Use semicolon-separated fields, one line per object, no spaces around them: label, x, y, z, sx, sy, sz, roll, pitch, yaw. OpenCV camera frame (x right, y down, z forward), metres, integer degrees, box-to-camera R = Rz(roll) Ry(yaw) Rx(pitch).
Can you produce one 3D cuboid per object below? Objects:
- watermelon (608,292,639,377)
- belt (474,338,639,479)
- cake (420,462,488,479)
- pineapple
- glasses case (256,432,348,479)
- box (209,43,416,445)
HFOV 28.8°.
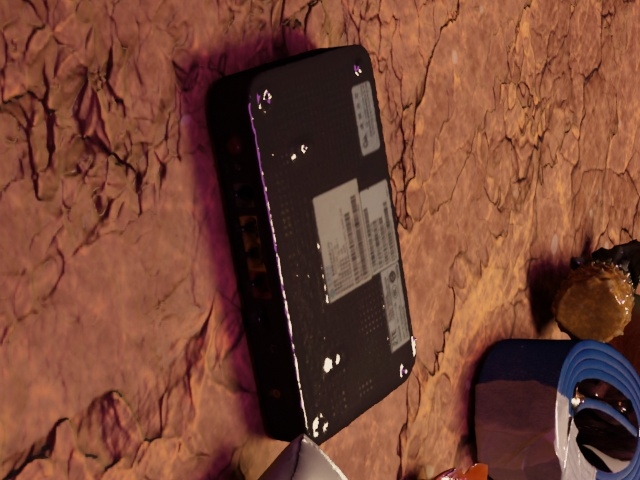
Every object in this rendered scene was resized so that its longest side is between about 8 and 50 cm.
watermelon;0.467;0.187;1.789;0.136;0.207;0.202;17;92;-28
belt;0.316;0.237;1.596;0.347;0.117;0.212;27;67;-54
cake;0.143;0.392;1.362;0.135;0.098;0.287;-8;92;-57
pineapple;0.391;0.062;1.699;0.237;0.119;0.111;-36;140;-62
glasses case;-0.077;0.295;1.051;0.308;0.083;0.128;-44;119;-46
box;0.000;0.000;1.184;0.211;0.058;0.350;-30;114;-53
